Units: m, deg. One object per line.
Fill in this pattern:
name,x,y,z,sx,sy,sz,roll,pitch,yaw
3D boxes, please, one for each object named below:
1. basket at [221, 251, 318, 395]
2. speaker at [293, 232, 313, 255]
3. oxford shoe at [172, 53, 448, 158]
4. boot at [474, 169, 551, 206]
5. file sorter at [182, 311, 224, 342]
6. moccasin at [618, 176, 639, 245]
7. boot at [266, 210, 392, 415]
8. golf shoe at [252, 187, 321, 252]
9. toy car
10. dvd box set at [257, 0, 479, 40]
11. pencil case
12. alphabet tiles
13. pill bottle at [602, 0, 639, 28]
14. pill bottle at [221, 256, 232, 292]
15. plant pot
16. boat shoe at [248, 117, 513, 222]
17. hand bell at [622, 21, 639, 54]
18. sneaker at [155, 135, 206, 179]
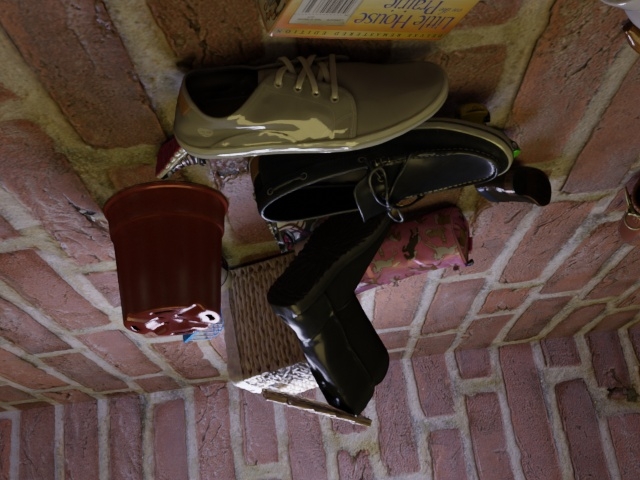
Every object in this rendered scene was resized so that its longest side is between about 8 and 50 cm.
basket,-0.082,0.240,2.047,0.266,0.331,0.328,-18,155,19
speaker,0.000,0.000,1.846,0.136,0.055,0.055,-24,153,33
oxford shoe,-0.019,-0.228,1.161,0.449,0.169,0.130,-7,138,1
boot,0.450,-0.124,1.705,0.106,0.082,0.219,2,174,42
file sorter,-0.342,0.223,2.194,0.104,0.118,0.170,1,156,-29
moccasin,0.800,-0.100,1.762,0.147,0.139,0.380,-5,158,-5
boot,0.090,0.169,1.773,0.367,0.146,0.445,-43,131,-17
golf shoe,-0.073,-0.068,1.629,0.120,0.105,0.273,-26,162,-2
toy car,0.299,-0.199,1.461,0.225,0.053,0.239,6,155,-31
dvd box set,0.144,-0.386,0.863,0.308,0.062,0.420,-9,162,-32
pencil case,0.192,0.039,1.879,0.386,0.167,0.160,-17,-170,22
alphabet tiles,-0.013,0.432,1.904,0.284,0.021,0.278,17,171,-9
pill bottle,0.530,-0.352,0.981,0.334,0.187,0.188,4,155,-26
pill bottle,-0.293,0.071,1.849,0.108,0.108,0.193,-12,158,11
plant pot,-0.324,0.052,1.580,0.272,0.265,0.272,-6,158,-3
boat shoe,0.106,-0.115,1.379,0.500,0.156,0.187,-4,150,11
hand bell,0.595,-0.308,1.265,0.242,0.126,0.126,25,143,-33
sneaker,-0.246,-0.157,1.359,0.075,0.063,0.170,17,143,-35
